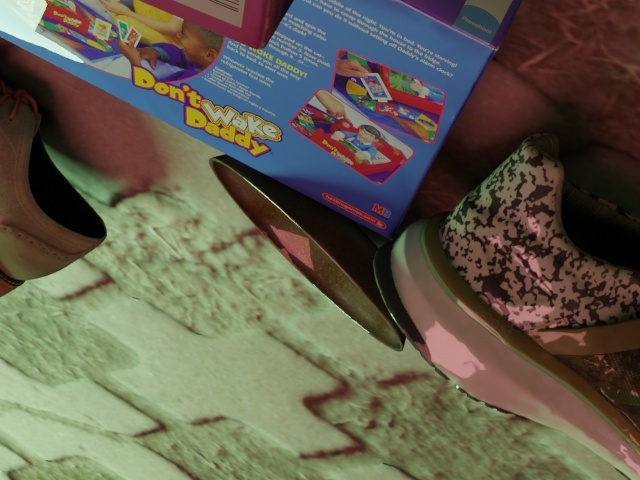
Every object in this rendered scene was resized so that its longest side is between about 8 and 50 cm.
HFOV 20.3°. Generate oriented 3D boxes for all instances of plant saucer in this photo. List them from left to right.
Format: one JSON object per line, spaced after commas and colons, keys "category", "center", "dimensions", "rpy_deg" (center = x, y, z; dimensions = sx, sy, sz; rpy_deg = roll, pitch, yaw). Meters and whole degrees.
{"category": "plant saucer", "center": [0.000, 0.000, 1.304], "dimensions": [0.198, 0.036, 0.198], "rpy_deg": [44, 173, 7]}

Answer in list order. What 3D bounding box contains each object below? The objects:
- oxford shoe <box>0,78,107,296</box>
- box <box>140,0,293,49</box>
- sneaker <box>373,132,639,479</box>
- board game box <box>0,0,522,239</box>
{"category": "oxford shoe", "center": [-0.286, -0.110, 1.387], "dimensions": [0.130, 0.123, 0.348], "rpy_deg": [-19, 128, 16]}
{"category": "box", "center": [-0.016, -0.246, 0.749], "dimensions": [0.117, 0.243, 0.213], "rpy_deg": [23, 146, 8]}
{"category": "sneaker", "center": [0.246, 0.064, 1.182], "dimensions": [0.410, 0.158, 0.182], "rpy_deg": [26, 123, -16]}
{"category": "board game box", "center": [-0.062, -0.162, 1.146], "dimensions": [0.347, 0.078, 0.233], "rpy_deg": [28, 147, 1]}
